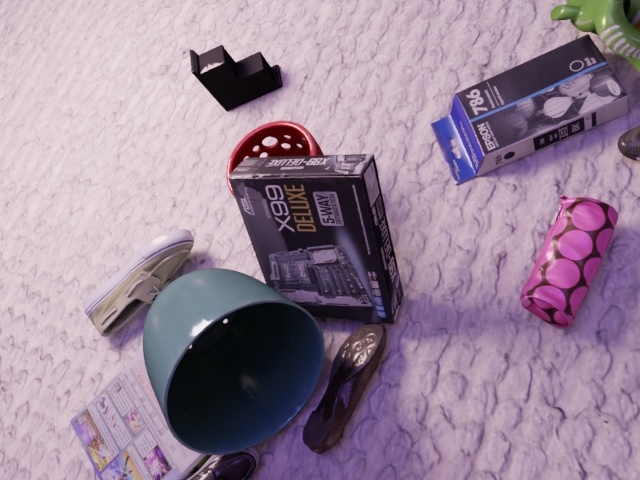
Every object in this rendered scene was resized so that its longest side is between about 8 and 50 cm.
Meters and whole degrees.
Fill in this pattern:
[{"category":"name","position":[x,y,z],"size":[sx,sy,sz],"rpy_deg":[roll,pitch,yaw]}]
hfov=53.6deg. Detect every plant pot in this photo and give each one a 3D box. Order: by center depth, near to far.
[{"category":"plant pot","position":[-0.177,0.184,1.118],"size":[0.293,0.293,0.235],"rpy_deg":[-50,41,-4]},{"category":"plant pot","position":[-0.064,-0.115,1.263],"size":[0.191,0.174,0.191],"rpy_deg":[-11,62,21]}]

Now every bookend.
[{"category":"bookend","position":[-0.194,-0.397,1.470],"size":[0.156,0.157,0.072],"rpy_deg":[-20,60,16]}]

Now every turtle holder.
[{"category":"turtle holder","position":[0.561,-0.450,1.086],"size":[0.227,0.243,0.320],"rpy_deg":[17,36,-8]}]

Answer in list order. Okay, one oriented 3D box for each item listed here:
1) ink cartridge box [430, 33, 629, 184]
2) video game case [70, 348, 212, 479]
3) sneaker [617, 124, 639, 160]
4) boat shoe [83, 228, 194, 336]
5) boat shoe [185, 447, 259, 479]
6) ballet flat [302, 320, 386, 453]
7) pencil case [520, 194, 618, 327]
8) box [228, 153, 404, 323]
[{"category":"ink cartridge box","position":[0.376,-0.243,1.188],"size":[0.332,0.065,0.165],"rpy_deg":[-24,59,14]},{"category":"video game case","position":[-0.329,0.365,1.222],"size":[0.244,0.061,0.269],"rpy_deg":[-44,56,-1]},{"category":"sneaker","position":[0.609,-0.192,1.028],"size":[0.234,0.106,0.078],"rpy_deg":[-8,63,22]},{"category":"boat shoe","position":[-0.378,0.093,1.366],"size":[0.302,0.109,0.094],"rpy_deg":[-39,71,14]},{"category":"boat shoe","position":[-0.206,0.437,1.094],"size":[0.228,0.076,0.080],"rpy_deg":[-28,101,-2]},{"category":"ballet flat","position":[0.051,0.257,1.109],"size":[0.084,0.058,0.250],"rpy_deg":[6,61,50]},{"category":"pencil case","position":[0.398,0.031,1.030],"size":[0.098,0.095,0.209],"rpy_deg":[28,76,-3]},{"category":"box","position":[0.000,0.000,1.105],"size":[0.242,0.307,0.076],"rpy_deg":[2,37,25]}]
